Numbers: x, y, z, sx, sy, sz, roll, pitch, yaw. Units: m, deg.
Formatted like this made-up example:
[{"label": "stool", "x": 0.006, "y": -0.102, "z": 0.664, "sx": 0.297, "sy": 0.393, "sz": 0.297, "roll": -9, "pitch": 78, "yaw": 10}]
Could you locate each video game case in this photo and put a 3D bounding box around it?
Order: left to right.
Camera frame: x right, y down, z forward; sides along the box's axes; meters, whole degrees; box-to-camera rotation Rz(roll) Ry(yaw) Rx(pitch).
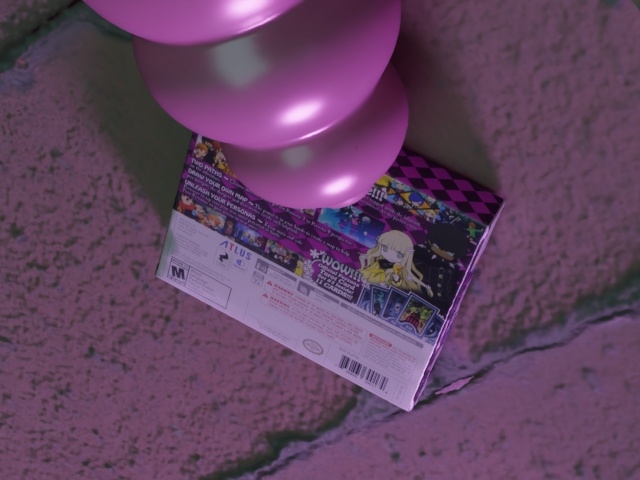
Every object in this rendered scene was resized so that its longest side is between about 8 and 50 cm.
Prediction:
[{"label": "video game case", "x": 0.000, "y": 0.000, "z": 1.377, "sx": 0.232, "sy": 0.042, "sz": 0.210, "roll": 27, "pitch": 134, "yaw": 10}]

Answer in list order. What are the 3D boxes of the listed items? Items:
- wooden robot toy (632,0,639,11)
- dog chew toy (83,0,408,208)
[{"label": "wooden robot toy", "x": 0.269, "y": -0.119, "z": 1.107, "sx": 0.173, "sy": 0.076, "sz": 0.079, "roll": 41, "pitch": 124, "yaw": -4}, {"label": "dog chew toy", "x": -0.043, "y": -0.158, "z": 1.180, "sx": 0.206, "sy": 0.206, "sz": 0.332, "roll": -1, "pitch": 132, "yaw": 32}]
